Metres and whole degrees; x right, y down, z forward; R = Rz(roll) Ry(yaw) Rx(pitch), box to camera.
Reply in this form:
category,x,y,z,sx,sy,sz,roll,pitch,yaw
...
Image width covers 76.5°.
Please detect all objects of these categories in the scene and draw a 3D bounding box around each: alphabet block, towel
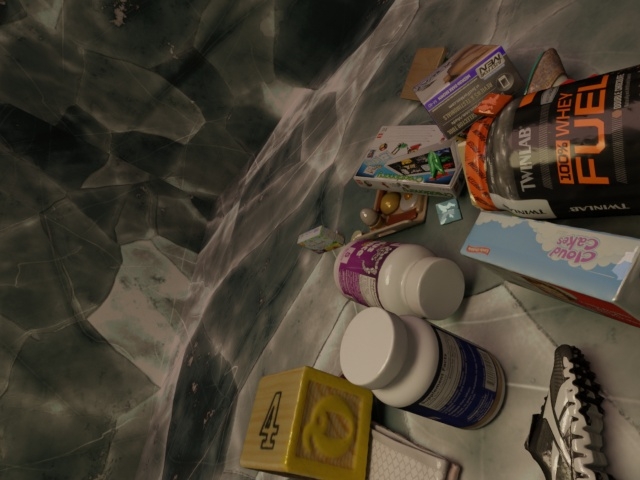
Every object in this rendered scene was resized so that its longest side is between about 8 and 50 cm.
category,x,y,z,sx,sy,sz,roll,pitch,yaw
alphabet block,-0.028,0.396,0.861,0.197,0.192,0.193,-31,40,47
towel,0.095,0.526,0.776,0.332,0.053,0.316,-10,57,59

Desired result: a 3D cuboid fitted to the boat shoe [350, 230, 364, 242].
category,x,y,z,sx,sy,sz,roll,pitch,yaw
boat shoe,0.102,0.037,1.234,0.049,0.043,0.137,17,81,38

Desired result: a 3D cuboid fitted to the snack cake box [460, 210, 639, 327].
category,x,y,z,sx,sy,sz,roll,pitch,yaw
snack cake box,0.373,0.039,0.628,0.089,0.152,0.264,-63,27,0

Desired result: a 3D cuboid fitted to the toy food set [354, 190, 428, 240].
category,x,y,z,sx,sy,sz,roll,pitch,yaw
toy food set,0.203,-0.149,1.173,0.220,0.092,0.306,-22,47,52

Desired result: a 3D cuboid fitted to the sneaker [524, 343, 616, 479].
category,x,y,z,sx,sy,sz,roll,pitch,yaw
sneaker,0.334,0.263,0.568,0.106,0.078,0.234,-26,45,46

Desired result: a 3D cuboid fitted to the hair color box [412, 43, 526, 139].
category,x,y,z,sx,sy,sz,roll,pitch,yaw
hair color box,0.338,-0.374,0.988,0.185,0.110,0.338,-35,18,21

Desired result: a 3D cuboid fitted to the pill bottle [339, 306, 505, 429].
category,x,y,z,sx,sy,sz,roll,pitch,yaw
pill bottle,0.172,0.215,0.690,0.153,0.265,0.153,-42,32,35

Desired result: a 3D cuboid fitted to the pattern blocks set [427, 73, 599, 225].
category,x,y,z,sx,sy,sz,roll,pitch,yaw
pattern blocks set,0.372,-0.151,0.783,0.325,0.026,0.285,-6,84,32

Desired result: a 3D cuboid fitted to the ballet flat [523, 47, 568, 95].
category,x,y,z,sx,sy,sz,roll,pitch,yaw
ballet flat,0.457,-0.242,0.829,0.106,0.108,0.315,22,90,43

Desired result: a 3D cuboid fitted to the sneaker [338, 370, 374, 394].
category,x,y,z,sx,sy,sz,roll,pitch,yaw
sneaker,0.099,0.326,0.935,0.185,0.070,0.083,-50,24,24

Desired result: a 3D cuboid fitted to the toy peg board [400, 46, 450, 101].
category,x,y,z,sx,sy,sz,roll,pitch,yaw
toy peg board,0.352,-0.520,1.301,0.161,0.079,0.160,-126,51,-62

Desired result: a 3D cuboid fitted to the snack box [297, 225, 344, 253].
category,x,y,z,sx,sy,sz,roll,pitch,yaw
snack box,0.000,0.000,1.383,0.141,0.100,0.037,-22,47,53

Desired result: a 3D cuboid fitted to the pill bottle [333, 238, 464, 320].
category,x,y,z,sx,sy,sz,roll,pitch,yaw
pill bottle,0.170,0.086,0.925,0.302,0.169,0.169,8,72,62

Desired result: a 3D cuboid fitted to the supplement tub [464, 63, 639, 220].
category,x,y,z,sx,sy,sz,roll,pitch,yaw
supplement tub,0.409,-0.136,0.599,0.338,0.207,0.207,-3,62,45

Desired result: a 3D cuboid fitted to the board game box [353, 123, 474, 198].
category,x,y,z,sx,sy,sz,roll,pitch,yaw
board game box,0.252,-0.217,1.072,0.305,0.053,0.192,15,70,44
